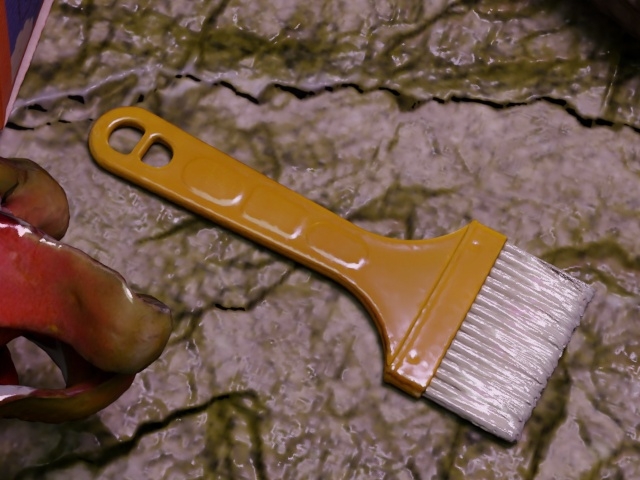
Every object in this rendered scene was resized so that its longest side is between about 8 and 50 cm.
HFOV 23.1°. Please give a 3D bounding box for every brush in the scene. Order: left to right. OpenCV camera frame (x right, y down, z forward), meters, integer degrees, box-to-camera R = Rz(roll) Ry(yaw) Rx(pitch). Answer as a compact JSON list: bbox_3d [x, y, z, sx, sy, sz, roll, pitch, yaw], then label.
[{"bbox_3d":[0.000,0.000,0.801,0.272,0.013,0.103,28,63,9],"label":"brush"}]

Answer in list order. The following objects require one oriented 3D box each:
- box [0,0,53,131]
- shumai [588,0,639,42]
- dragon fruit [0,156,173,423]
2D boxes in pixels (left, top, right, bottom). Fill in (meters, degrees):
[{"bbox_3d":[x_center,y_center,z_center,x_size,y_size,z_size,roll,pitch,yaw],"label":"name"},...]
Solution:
[{"bbox_3d":[-0.284,-0.275,0.779,0.348,0.257,0.318,12,63,-1],"label":"box"},{"bbox_3d":[0.219,-0.199,0.869,0.218,0.184,0.185,22,27,19],"label":"shumai"},{"bbox_3d":[-0.242,0.043,0.654,0.307,0.243,0.227,24,28,-35],"label":"dragon fruit"}]
